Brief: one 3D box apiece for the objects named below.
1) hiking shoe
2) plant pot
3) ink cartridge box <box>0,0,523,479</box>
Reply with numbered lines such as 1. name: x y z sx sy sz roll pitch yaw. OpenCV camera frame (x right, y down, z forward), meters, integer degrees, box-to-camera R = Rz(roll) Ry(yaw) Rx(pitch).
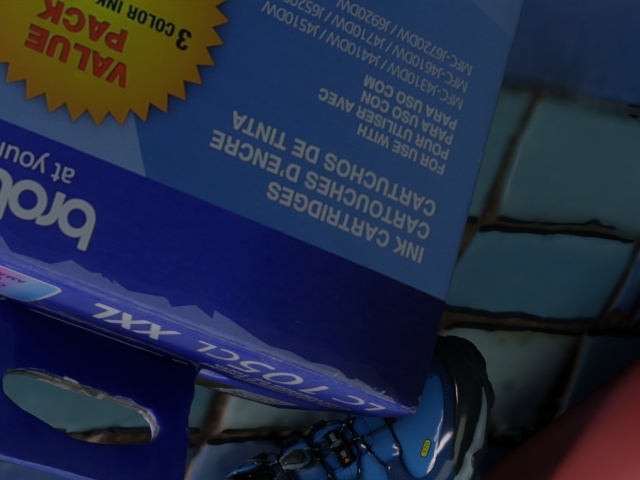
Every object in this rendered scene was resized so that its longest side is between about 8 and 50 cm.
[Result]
1. hiking shoe: 0.003 0.186 1.093 0.132 0.113 0.304 27 105 -41
2. plant pot: 0.274 0.216 1.191 0.243 0.275 0.275 -27 132 3
3. ink cartridge box: -0.064 -0.088 0.681 0.270 0.151 0.395 22 77 -25
